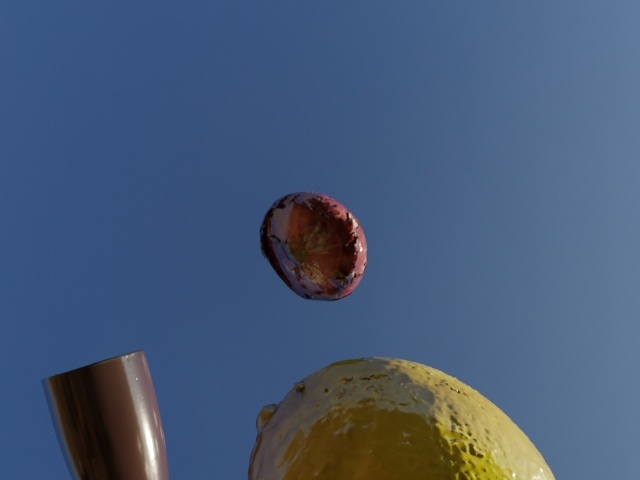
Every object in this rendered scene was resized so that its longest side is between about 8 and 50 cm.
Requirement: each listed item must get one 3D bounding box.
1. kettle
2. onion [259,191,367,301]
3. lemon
[{"bbox_3d":[-0.299,0.292,0.840,0.144,0.202,0.232,-16,-97,-9],"label":"kettle"},{"bbox_3d":[0.000,0.000,0.882,0.184,0.184,0.147,38,-134,9],"label":"onion"},{"bbox_3d":[0.070,0.219,0.474,0.263,0.236,0.235,14,-99,-10],"label":"lemon"}]
